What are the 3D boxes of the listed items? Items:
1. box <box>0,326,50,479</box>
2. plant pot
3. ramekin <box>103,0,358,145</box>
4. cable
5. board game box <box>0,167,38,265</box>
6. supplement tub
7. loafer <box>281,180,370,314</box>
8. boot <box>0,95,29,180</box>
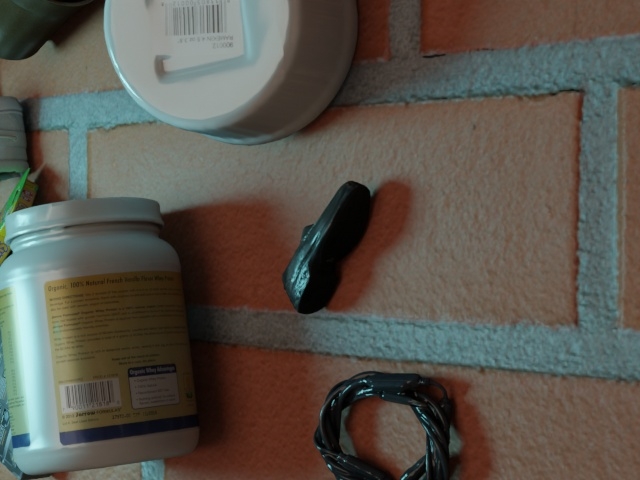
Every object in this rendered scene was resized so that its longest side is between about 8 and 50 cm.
[{"bbox_3d":[-0.423,0.193,1.882,0.183,0.056,0.231,30,109,37],"label":"box"},{"bbox_3d":[-0.401,-0.340,1.810,0.165,0.167,0.167,-41,64,43],"label":"plant pot"},{"bbox_3d":[-0.109,-0.247,1.502,0.277,0.135,0.277,1,94,22],"label":"ramekin"},{"bbox_3d":[0.069,0.219,1.459,0.184,0.047,0.151,-7,90,39],"label":"cable"},{"bbox_3d":[-0.473,0.021,1.901,0.259,0.039,0.124,-54,18,29],"label":"board game box"},{"bbox_3d":[-0.276,0.118,1.638,0.228,0.228,0.316,-13,81,41],"label":"supplement tub"},{"bbox_3d":[0.000,0.000,1.507,0.061,0.062,0.170,46,117,38],"label":"loafer"},{"bbox_3d":[-0.541,-0.125,1.875,0.095,0.258,0.123,144,115,-74],"label":"boot"}]
